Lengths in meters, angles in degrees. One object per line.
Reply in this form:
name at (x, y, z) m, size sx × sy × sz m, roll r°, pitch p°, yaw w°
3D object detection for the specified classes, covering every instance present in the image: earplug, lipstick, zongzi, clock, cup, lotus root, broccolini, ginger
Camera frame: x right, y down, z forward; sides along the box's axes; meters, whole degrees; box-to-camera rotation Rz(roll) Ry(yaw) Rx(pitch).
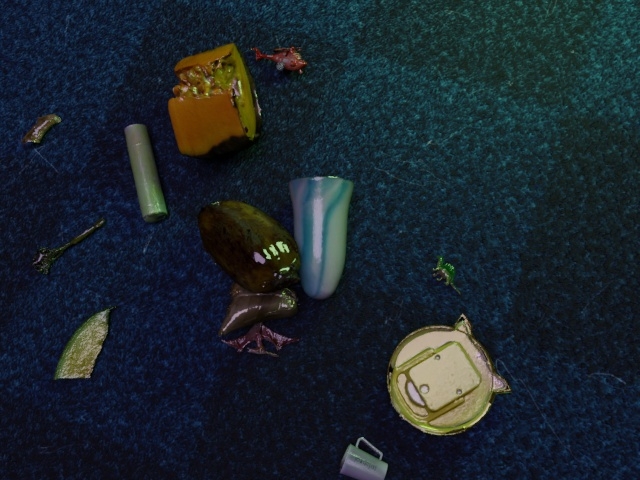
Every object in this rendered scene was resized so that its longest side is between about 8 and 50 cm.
earplug at (0.000, 0.000, 1.456) m, size 0.184 × 0.185 × 0.324 m, roll 0°, pitch 83°, yaw 7°
lipstick at (-0.528, -0.203, 1.608) m, size 0.076 × 0.076 × 0.304 m, roll -17°, pitch 76°, yaw 3°
zongzi at (-0.165, 0.197, 1.436) m, size 0.194 × 0.099 × 0.197 m, roll 11°, pitch 47°, yaw 7°
clock at (0.317, 0.358, 1.389) m, size 0.293 × 0.071 × 0.277 m, roll -25°, pitch 81°, yaw 2°
cup at (0.114, 0.571, 1.378) m, size 0.116 × 0.074 × 0.104 m, roll 20°, pitch 53°, yaw 7°
lotus root at (-0.192, 0.009, 1.431) m, size 0.195 × 0.179 × 0.397 m, roll -31°, pitch 49°, yaw -23°
broccolini at (-0.765, 0.010, 1.621) m, size 0.254 × 0.071 × 0.057 m, roll -34°, pitch 35°, yaw -7°
ginger at (-0.897, -0.354, 1.701) m, size 0.057 × 0.044 × 0.137 m, roll 27°, pitch 75°, yaw 41°

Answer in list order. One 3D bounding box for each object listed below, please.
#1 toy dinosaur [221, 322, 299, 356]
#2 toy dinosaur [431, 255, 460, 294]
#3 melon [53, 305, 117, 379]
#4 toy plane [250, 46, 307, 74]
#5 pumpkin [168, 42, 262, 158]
toy dinosaur at (-0.169, 0.272, 1.488) m, size 0.220 × 0.032 × 0.108 m, roll -3°, pitch 75°, yaw 4°
toy dinosaur at (0.352, 0.096, 1.464) m, size 0.060 × 0.029 × 0.120 m, roll -39°, pitch 78°, yaw -17°
melon at (-0.672, 0.299, 1.536) m, size 0.114 × 0.053 × 0.262 m, roll 29°, pitch 84°, yaw 4°
toy plane at (-0.130, -0.556, 1.621) m, size 0.194 × 0.126 × 0.077 m, roll 9°, pitch 107°, yaw 7°
pumpkin at (-0.297, -0.388, 1.528) m, size 0.225 × 0.256 × 0.303 m, roll -6°, pitch 54°, yaw 10°
